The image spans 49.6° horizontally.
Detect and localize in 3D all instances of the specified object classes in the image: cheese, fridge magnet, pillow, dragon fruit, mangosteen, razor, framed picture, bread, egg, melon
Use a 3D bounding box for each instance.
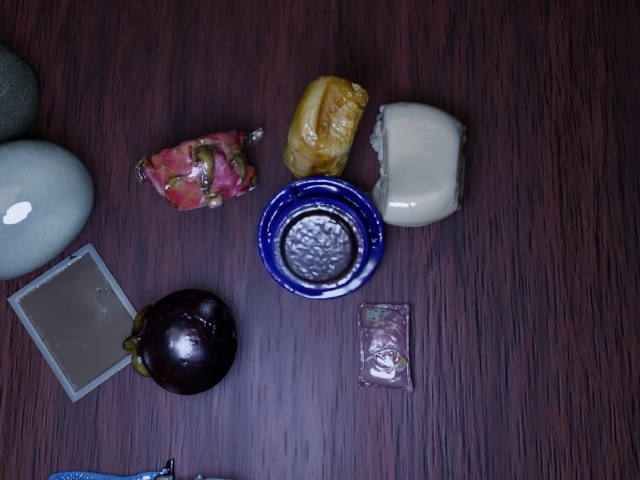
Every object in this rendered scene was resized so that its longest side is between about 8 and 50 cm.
[{"bbox_3d":[0.194,-0.160,1.470,0.233,0.127,0.266,3,77,5],"label":"cheese"},{"bbox_3d":[0.000,0.000,1.428,0.265,0.113,0.266,1,106,4],"label":"fridge magnet"},{"bbox_3d":[0.133,0.221,1.440,0.118,0.043,0.185,-1,76,8],"label":"pillow"},{"bbox_3d":[-0.233,-0.136,1.439,0.282,0.211,0.147,-17,92,-19],"label":"dragon fruit"},{"bbox_3d":[-0.289,0.204,1.383,0.250,0.211,0.211,-10,78,20],"label":"mangosteen"},{"bbox_3d":[-0.423,0.486,1.404,0.253,0.042,0.082,0,80,2],"label":"razor"},{"bbox_3d":[-0.508,0.172,1.479,0.216,0.016,0.273,-35,80,-5],"label":"framed picture"},{"bbox_3d":[0.007,-0.212,1.399,0.132,0.294,0.167,25,80,1],"label":"bread"},{"bbox_3d":[-0.630,-0.059,1.404,0.352,0.258,0.258,-29,80,-8],"label":"egg"},{"bbox_3d":[-0.738,-0.281,1.461,0.237,0.237,0.302,36,82,8],"label":"melon"}]

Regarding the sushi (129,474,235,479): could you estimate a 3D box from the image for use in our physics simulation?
[{"bbox_3d":[-0.275,0.561,1.318,0.343,0.196,0.182,-6,118,5],"label":"sushi"}]
